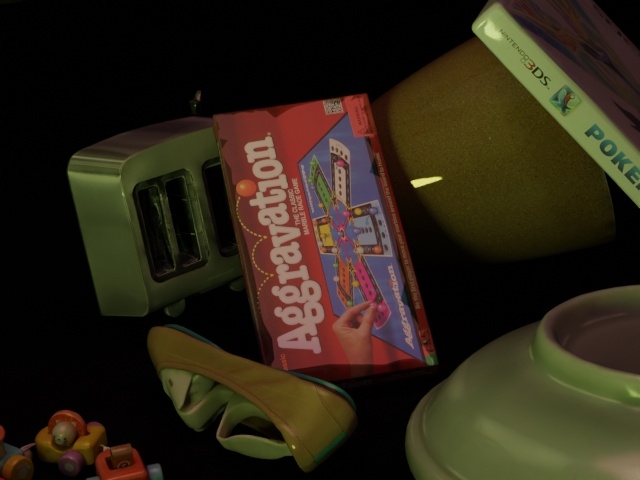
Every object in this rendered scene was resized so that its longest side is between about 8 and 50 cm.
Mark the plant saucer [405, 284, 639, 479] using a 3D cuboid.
[{"bbox_3d":[0.259,0.108,1.122,0.400,0.101,0.400,-2,16,1],"label":"plant saucer"}]

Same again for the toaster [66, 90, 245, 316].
[{"bbox_3d":[-0.136,-0.032,1.487,0.168,0.186,0.110,-21,16,-35],"label":"toaster"}]

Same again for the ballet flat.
[{"bbox_3d":[-0.074,0.124,1.249,0.232,0.080,0.073,14,58,44],"label":"ballet flat"}]

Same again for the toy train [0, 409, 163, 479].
[{"bbox_3d":[-0.207,0.167,1.198,0.166,0.046,0.125,-9,22,-10],"label":"toy train"}]

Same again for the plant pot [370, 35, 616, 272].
[{"bbox_3d":[0.119,-0.068,1.511,0.254,0.237,0.237,-19,22,2],"label":"plant pot"}]

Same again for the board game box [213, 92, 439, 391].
[{"bbox_3d":[0.000,0.000,1.371,0.145,0.027,0.281,-9,60,-7],"label":"board game box"}]

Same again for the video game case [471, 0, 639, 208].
[{"bbox_3d":[0.263,-0.118,1.363,0.036,0.300,0.329,-42,5,23],"label":"video game case"}]
